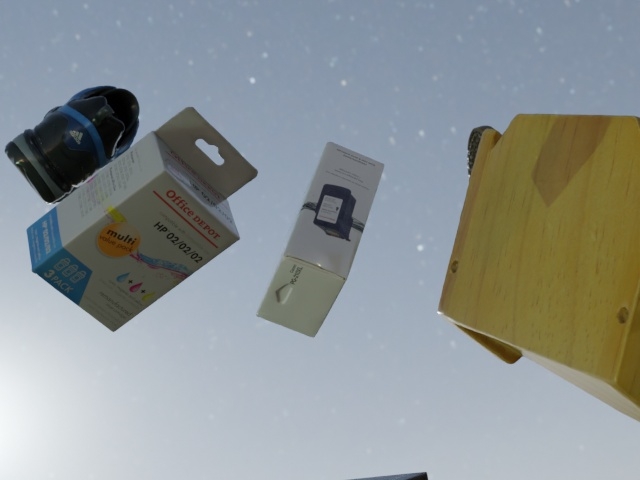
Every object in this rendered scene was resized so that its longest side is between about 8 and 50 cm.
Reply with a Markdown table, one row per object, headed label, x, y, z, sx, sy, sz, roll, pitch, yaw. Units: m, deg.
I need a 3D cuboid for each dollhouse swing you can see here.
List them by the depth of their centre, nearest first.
| label | x | y | z | sx | sy | sz | roll | pitch | yaw |
| --- | --- | --- | --- | --- | --- | --- | --- | --- | --- |
| dollhouse swing | 0.349 | 0.057 | 1.224 | 0.305 | 0.315 | 0.347 | 14 | 1 | -21 |

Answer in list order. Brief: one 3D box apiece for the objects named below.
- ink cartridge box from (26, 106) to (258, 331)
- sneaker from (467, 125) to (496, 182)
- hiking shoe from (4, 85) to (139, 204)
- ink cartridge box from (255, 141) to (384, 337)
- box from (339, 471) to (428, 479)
| label | x | y | z | sx | sy | sz | roll | pitch | yaw |
| --- | --- | --- | --- | --- | --- | --- | --- | --- | --- |
| ink cartridge box | -0.144 | -0.016 | 0.975 | 0.181 | 0.061 | 0.104 | -36 | -50 | 12 |
| sneaker | 0.263 | -0.080 | 1.646 | 0.086 | 0.064 | 0.192 | -17 | -64 | -19 |
| hiking shoe | -0.258 | -0.122 | 1.353 | 0.132 | 0.113 | 0.304 | -32 | 14 | 8 |
| ink cartridge box | 0.000 | 0.000 | 1.727 | 0.100 | 0.237 | 0.172 | 23 | -39 | -3 |
| box | 0.042 | 0.324 | 1.469 | 0.162 | 0.029 | 0.116 | -16 | -8 | 36 |
